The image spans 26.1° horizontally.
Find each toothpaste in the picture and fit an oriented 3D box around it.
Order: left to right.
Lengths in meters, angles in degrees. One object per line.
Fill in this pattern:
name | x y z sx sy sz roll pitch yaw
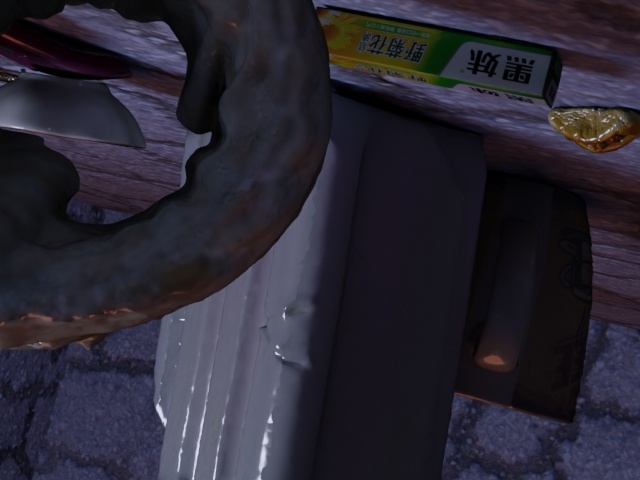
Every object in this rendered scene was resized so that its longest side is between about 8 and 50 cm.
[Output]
toothpaste | 0.079 -0.130 0.978 0.178 0.037 0.043 14 175 18

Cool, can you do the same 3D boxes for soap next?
soap | -0.013 0.080 1.408 0.213 0.435 0.350 11 174 -27

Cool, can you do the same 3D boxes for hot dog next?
hot dog | 0.216 -0.086 1.091 0.030 0.034 0.090 17 175 -36

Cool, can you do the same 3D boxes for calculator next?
calculator | -0.302 -0.201 1.438 0.190 0.034 0.127 18 176 -30

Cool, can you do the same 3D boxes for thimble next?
thimble | -0.141 -0.072 0.819 0.291 0.291 0.195 15 177 -4

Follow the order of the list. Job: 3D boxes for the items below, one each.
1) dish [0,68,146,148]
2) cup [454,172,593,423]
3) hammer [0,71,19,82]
dish | -0.275 -0.142 1.467 0.191 0.066 0.190 9 -177 0
cup | 0.198 0.056 1.531 0.227 0.257 0.301 12 177 4
hammer | -0.359 -0.199 1.738 0.178 0.021 0.065 13 174 19
